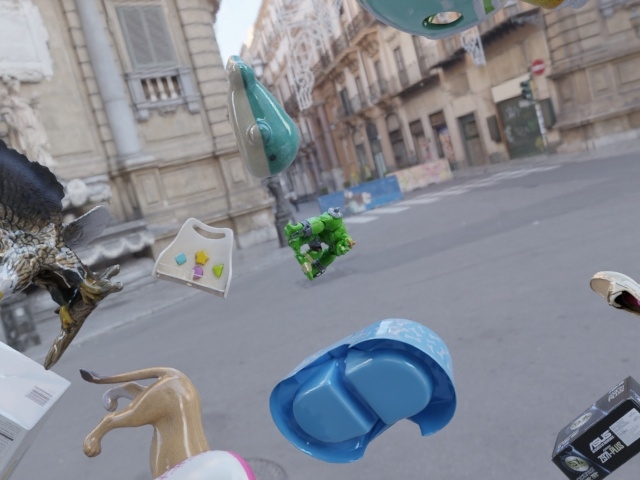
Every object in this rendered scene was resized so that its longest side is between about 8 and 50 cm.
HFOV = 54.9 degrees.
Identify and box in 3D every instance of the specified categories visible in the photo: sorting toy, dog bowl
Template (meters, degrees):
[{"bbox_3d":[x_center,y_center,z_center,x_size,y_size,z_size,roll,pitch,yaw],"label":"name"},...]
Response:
[{"bbox_3d":[-0.131,0.017,0.676,0.083,0.075,0.045,17,-4,-1],"label":"sorting toy"},{"bbox_3d":[0.060,0.212,0.876,0.297,0.166,0.074,-33,12,32],"label":"dog bowl"}]

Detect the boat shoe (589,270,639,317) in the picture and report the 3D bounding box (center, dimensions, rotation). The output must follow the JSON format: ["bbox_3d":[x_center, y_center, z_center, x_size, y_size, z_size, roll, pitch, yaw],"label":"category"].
[{"bbox_3d":[0.610,0.111,1.246,0.059,0.063,0.170,-22,24,-22],"label":"boat shoe"}]

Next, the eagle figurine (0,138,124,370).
[{"bbox_3d":[-0.385,0.007,0.710,0.226,0.298,0.225,-61,25,-12],"label":"eagle figurine"}]

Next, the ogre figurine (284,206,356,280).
[{"bbox_3d":[0.000,0.000,1.203,0.118,0.197,0.097,-33,41,-6],"label":"ogre figurine"}]

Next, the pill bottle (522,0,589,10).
[{"bbox_3d":[0.414,-0.511,1.170,0.214,0.117,0.117,11,-1,-15],"label":"pill bottle"}]

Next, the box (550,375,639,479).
[{"bbox_3d":[0.508,0.340,1.091,0.180,0.077,0.147,-49,-18,21],"label":"box"}]

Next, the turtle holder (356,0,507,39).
[{"bbox_3d":[0.173,-0.409,0.796,0.320,0.227,0.243,-27,34,20],"label":"turtle holder"}]

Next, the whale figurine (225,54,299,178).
[{"bbox_3d":[-0.129,-0.274,1.359,0.141,0.272,0.216,-16,30,-7],"label":"whale figurine"}]

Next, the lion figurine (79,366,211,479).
[{"bbox_3d":[-0.217,0.331,0.951,0.240,0.392,0.142,-29,-10,10],"label":"lion figurine"}]

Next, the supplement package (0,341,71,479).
[{"bbox_3d":[-0.618,0.340,1.075,0.263,0.198,0.199,-56,7,6],"label":"supplement package"}]

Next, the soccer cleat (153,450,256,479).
[{"bbox_3d":[-0.167,0.285,0.519,0.143,0.116,0.331,4,-41,-39],"label":"soccer cleat"}]
